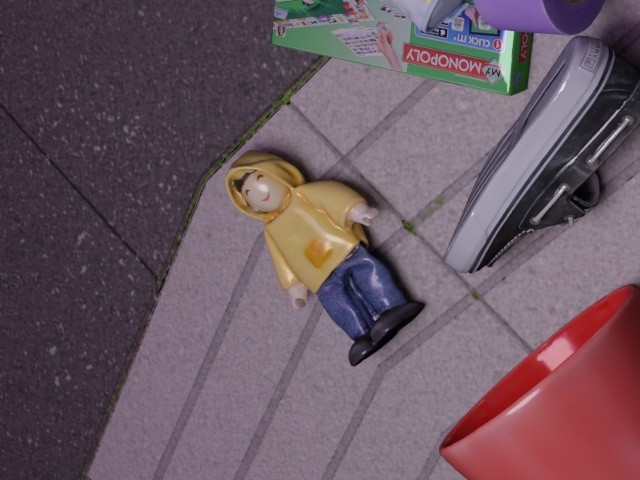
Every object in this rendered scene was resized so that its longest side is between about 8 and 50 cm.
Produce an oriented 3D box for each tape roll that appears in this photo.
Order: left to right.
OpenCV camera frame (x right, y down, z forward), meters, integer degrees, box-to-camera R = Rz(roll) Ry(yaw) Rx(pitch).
[{"bbox_3d":[0.223,-0.300,1.686,0.080,0.189,0.189,10,109,33],"label":"tape roll"}]

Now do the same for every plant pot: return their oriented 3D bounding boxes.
[{"bbox_3d":[0.299,0.221,1.750,0.243,0.275,0.275,50,126,2],"label":"plant pot"}]

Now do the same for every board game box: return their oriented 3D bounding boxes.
[{"bbox_3d":[0.090,-0.294,1.871,0.317,0.046,0.214,16,113,31],"label":"board game box"}]

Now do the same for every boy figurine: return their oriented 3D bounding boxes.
[{"bbox_3d":[0.000,0.000,1.992,0.285,0.092,0.177,53,128,8],"label":"boy figurine"}]

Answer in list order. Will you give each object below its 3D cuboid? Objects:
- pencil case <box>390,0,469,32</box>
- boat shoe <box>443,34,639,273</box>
[{"bbox_3d":[0.043,-0.333,1.772,0.273,0.113,0.124,38,150,12],"label":"pencil case"},{"bbox_3d":[0.240,-0.064,1.784,0.119,0.121,0.335,28,135,-4],"label":"boat shoe"}]
